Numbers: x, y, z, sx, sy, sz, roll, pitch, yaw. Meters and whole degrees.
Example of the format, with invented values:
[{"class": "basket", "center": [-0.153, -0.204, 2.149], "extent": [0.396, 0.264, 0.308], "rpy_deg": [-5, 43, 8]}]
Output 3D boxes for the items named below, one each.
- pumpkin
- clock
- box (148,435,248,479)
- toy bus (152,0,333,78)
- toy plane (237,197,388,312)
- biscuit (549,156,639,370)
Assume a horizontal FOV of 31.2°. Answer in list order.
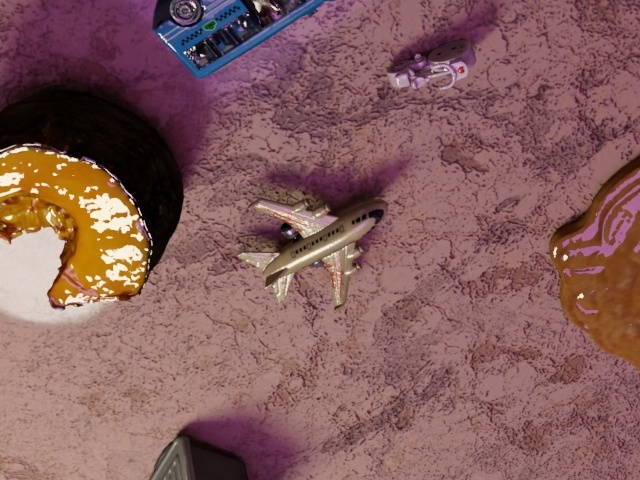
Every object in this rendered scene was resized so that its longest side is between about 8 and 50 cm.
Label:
[{"class": "pumpkin", "center": [-0.344, -0.073, 1.627], "extent": [0.256, 0.225, 0.303], "rpy_deg": [-33, 117, 19]}, {"class": "clock", "center": [0.157, -0.245, 1.632], "extent": [0.129, 0.087, 0.041], "rpy_deg": [-14, 120, 15]}, {"class": "box", "center": [-0.201, 0.466, 1.956], "extent": [0.135, 0.243, 0.163], "rpy_deg": [18, 118, -27]}, {"class": "toy bus", "center": [-0.101, -0.333, 1.548], "extent": [0.246, 0.113, 0.134], "rpy_deg": [-29, 122, 16]}, {"class": "toy plane", "center": [0.000, 0.000, 1.763], "extent": [0.244, 0.092, 0.229], "rpy_deg": [-33, 114, 15]}, {"class": "biscuit", "center": [0.563, 0.042, 1.828], "extent": [0.365, 0.062, 0.385], "rpy_deg": [-39, 114, 20]}]
